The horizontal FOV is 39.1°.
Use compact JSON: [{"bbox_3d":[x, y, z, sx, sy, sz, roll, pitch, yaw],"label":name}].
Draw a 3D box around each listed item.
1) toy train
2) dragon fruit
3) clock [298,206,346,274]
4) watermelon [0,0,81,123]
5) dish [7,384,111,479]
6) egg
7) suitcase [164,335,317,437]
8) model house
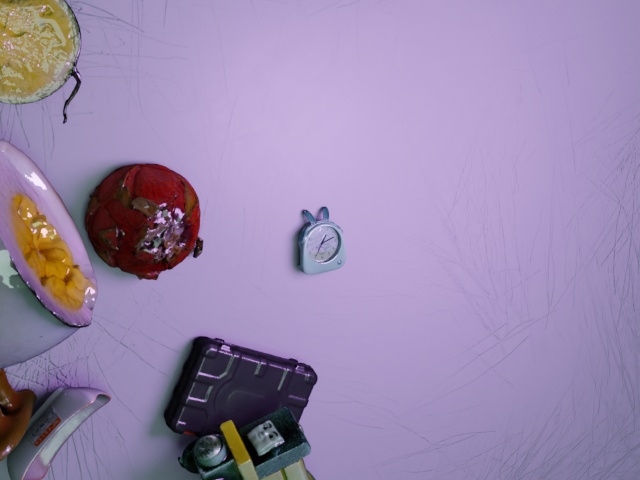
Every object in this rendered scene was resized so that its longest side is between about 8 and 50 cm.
[{"bbox_3d":[-0.128,0.512,1.845,0.253,0.160,0.397,-23,130,-10],"label":"toy train"},{"bbox_3d":[-0.304,-0.023,1.644,0.218,0.148,0.223,-23,114,-20],"label":"dragon fruit"},{"bbox_3d":[0.000,0.000,1.865,0.101,0.041,0.135,-11,108,-23],"label":"clock"},{"bbox_3d":[-0.500,-0.327,1.467,0.232,0.127,0.204,18,96,-28],"label":"watermelon"},{"bbox_3d":[-0.499,0.351,1.677,0.077,0.151,0.212,40,84,6],"label":"dish"},{"bbox_3d":[-0.583,0.054,1.434,0.340,0.354,0.354,-25,116,4],"label":"egg"},{"bbox_3d":[-0.162,0.324,1.867,0.285,0.066,0.206,20,96,-30],"label":"suitcase"},{"bbox_3d":[-0.630,0.276,1.538,0.173,0.268,0.239,-19,113,1],"label":"model house"}]
